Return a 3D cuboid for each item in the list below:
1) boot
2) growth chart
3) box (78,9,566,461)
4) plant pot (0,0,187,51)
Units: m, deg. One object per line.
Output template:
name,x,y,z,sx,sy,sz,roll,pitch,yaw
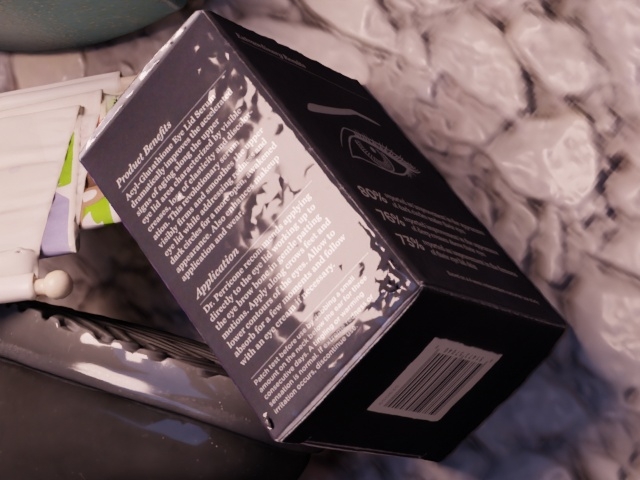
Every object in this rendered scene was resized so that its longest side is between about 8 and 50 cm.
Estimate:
boot,-0.198,0.254,0.946,0.367,0.146,0.445,12,88,32
growth chart,-0.179,-0.031,0.959,0.172,0.021,0.237,-4,35,11
box,0.000,0.000,0.866,0.108,0.153,0.207,-48,57,17
plant pot,-0.196,-0.241,1.005,0.252,0.247,0.248,14,87,18
